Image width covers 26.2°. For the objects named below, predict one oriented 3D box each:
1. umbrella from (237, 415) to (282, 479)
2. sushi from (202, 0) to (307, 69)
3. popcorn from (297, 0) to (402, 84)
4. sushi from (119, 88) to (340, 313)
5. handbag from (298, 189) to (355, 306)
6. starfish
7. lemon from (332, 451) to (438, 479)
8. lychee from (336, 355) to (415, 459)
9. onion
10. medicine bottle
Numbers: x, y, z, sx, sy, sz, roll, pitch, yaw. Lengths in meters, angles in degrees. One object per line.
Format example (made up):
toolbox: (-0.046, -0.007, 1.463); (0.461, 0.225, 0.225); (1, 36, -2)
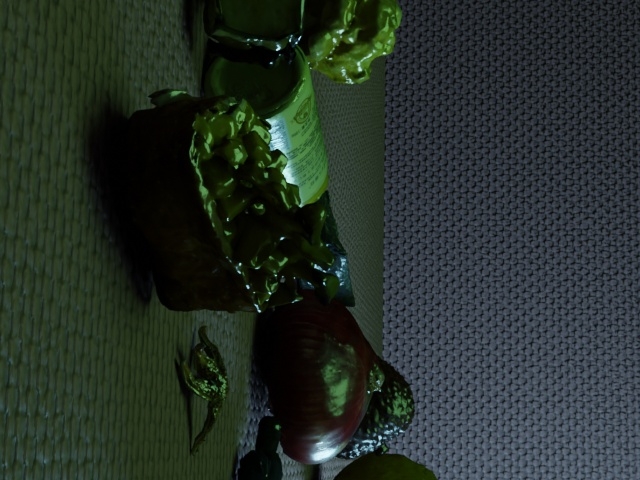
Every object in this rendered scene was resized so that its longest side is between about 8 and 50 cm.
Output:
umbrella: (-0.069, 0.292, 1.650); (0.248, 0.071, 0.071); (-71, 159, -66)
sushi: (-0.080, -0.322, 1.451); (0.131, 0.139, 0.291); (128, -33, -68)
popcorn: (0.030, -0.332, 2.107); (0.197, 0.155, 0.197); (-53, -154, 42)
sushi: (-0.076, -0.024, 1.171); (0.296, 0.179, 0.167); (83, 4, -48)
handbag: (0.000, 0.000, 2.200); (0.270, 0.088, 0.175); (78, 6, -59)
starfish: (-0.113, 0.157, 1.406); (0.133, 0.041, 0.130); (-35, 126, -81)
lemon: (0.113, 0.503, 2.379); (0.310, 0.253, 0.253); (-86, 172, -49)
lychee: (0.063, 0.273, 2.276); (0.194, 0.194, 0.194); (0, 90, -83)
onion: (-0.007, 0.181, 1.865); (0.248, 0.161, 0.248); (-21, 90, -79)
medicine bottle: (-0.058, -0.124, 1.564); (0.239, 0.124, 0.124); (79, 13, -60)
